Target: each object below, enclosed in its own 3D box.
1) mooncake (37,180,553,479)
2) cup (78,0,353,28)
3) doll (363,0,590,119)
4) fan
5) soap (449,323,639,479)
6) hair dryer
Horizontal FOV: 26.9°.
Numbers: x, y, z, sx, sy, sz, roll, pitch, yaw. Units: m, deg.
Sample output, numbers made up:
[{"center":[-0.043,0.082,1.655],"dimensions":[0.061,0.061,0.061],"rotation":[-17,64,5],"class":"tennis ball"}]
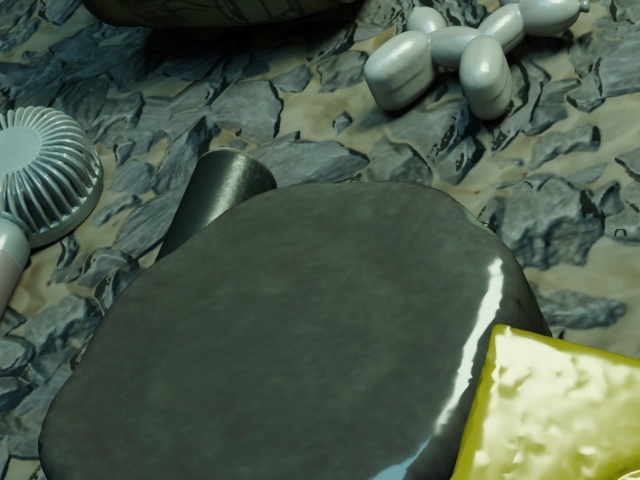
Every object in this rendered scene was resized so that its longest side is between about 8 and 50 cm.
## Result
[{"center":[-0.004,0.109,0.805],"dimensions":[0.306,0.154,0.306],"rotation":[-16,42,15],"class":"mooncake"},{"center":[-0.061,-0.307,1.270],"dimensions":[0.257,0.227,0.301],"rotation":[12,24,22],"class":"cup"},{"center":[0.132,-0.167,1.094],"dimensions":[0.161,0.059,0.160],"rotation":[8,53,35],"class":"doll"},{"center":[-0.273,-0.011,1.148],"dimensions":[0.130,0.074,0.244],"rotation":[4,54,18],"class":"fan"},{"center":[0.205,0.171,0.580],"dimensions":[0.324,0.096,0.204],"rotation":[13,54,7],"class":"soap"},{"center":[0.000,0.000,0.993],"dimensions":[0.255,0.070,0.128],"rotation":[2,49,24],"class":"hair dryer"}]
